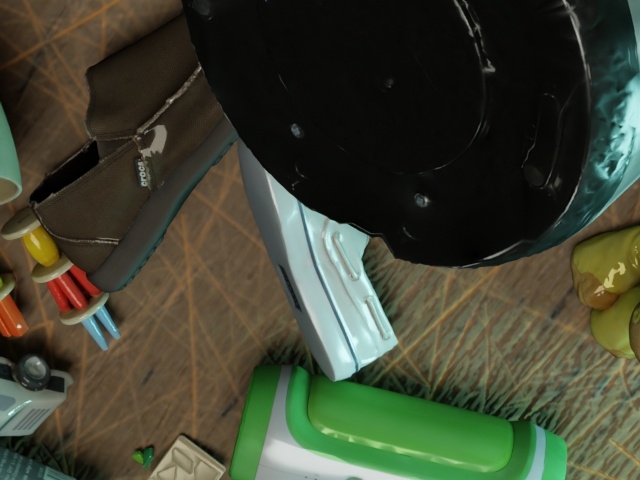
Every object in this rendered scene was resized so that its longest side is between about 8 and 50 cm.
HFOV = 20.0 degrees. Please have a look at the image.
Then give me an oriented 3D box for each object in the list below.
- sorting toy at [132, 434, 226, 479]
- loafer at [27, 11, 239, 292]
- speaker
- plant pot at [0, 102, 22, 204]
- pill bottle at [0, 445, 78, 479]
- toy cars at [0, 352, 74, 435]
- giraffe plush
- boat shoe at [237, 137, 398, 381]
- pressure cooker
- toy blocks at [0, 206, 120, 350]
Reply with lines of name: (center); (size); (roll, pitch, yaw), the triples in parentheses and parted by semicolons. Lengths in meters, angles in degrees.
sorting toy: (-0.141, 0.220, 1.769); (0.083, 0.012, 0.062); (37, 98, 3)
loafer: (-0.139, -0.111, 1.525); (0.130, 0.134, 0.366); (31, 117, -11)
speaker: (0.070, 0.201, 1.679); (0.297, 0.131, 0.131); (14, 119, -2)
plant pot: (-0.396, -0.123, 1.495); (0.284, 0.284, 0.191); (-7, 83, 9)
pill bottle: (-0.359, 0.260, 1.734); (0.278, 0.162, 0.162); (25, 118, -8)
toy cars: (-0.357, 0.099, 1.593); (0.176, 0.087, 0.393); (-13, 145, 11)
giraffe plush: (0.321, 0.056, 1.550); (0.181, 0.170, 0.210); (31, 117, -11)
boat shoe: (0.000, 0.000, 1.610); (0.084, 0.095, 0.258); (-26, 120, -13)
pressure cooker: (0.150, -0.227, 1.288); (0.375, 0.420, 0.369); (21, 132, 33)
toy blocks: (-0.263, 0.051, 1.672); (0.123, 0.054, 0.148); (-24, 114, 16)
